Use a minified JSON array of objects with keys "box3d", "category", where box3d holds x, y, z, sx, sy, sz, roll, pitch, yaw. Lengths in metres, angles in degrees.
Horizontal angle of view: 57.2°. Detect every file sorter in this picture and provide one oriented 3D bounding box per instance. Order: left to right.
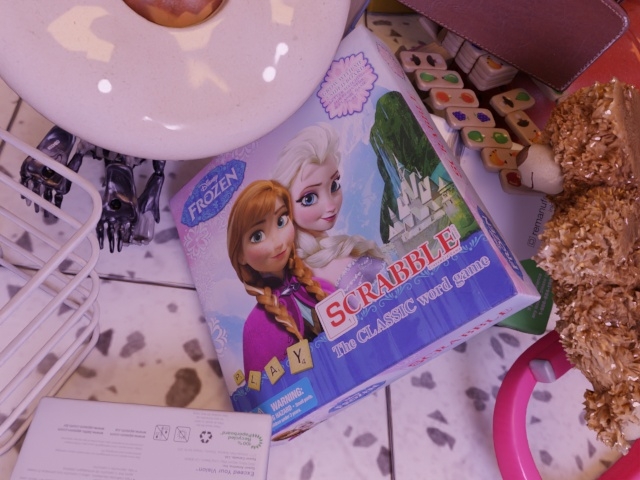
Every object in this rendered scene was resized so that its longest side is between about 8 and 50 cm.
[{"box3d":[-0.303,0.051,0.497,0.173,0.278,0.193,32,54,0],"category":"file sorter"}]

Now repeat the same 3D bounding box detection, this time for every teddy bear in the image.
[{"box3d":[0.261,0.025,0.562,0.245,0.113,0.338,-32,108,-47],"category":"teddy bear"}]

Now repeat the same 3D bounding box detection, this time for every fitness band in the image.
[{"box3d":[0.318,0.199,0.668,0.291,0.054,0.209,-22,92,-28],"category":"fitness band"}]

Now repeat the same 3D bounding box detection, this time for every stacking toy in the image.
[{"box3d":[-0.207,-0.294,0.681,0.350,0.351,0.480,-9,18,-22],"category":"stacking toy"}]

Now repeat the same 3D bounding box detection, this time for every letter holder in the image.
[{"box3d":[0.210,-0.340,0.625,0.302,0.214,0.152,27,61,-6],"category":"letter holder"}]

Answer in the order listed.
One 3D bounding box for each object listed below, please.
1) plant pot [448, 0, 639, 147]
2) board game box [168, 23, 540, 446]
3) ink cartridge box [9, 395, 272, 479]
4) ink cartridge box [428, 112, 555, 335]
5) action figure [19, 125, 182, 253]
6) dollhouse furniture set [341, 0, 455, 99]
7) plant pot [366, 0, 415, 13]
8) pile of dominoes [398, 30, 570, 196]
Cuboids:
[{"box3d":[0.346,-0.207,0.883,0.265,0.272,0.272,-14,63,-15],"category":"plant pot"},{"box3d":[0.000,0.000,0.608,0.066,0.318,0.318,16,43,-53],"category":"board game box"},{"box3d":[-0.161,0.250,0.490,0.223,0.045,0.224,5,52,3],"category":"ink cartridge box"},{"box3d":[0.147,-0.027,0.723,0.289,0.121,0.211,17,88,-5],"category":"ink cartridge box"},{"box3d":[-0.251,-0.075,0.665,0.164,0.141,0.276,23,13,-15],"category":"action figure"},{"box3d":[0.109,-0.389,0.898,0.198,0.286,0.303,-34,83,-32],"category":"dollhouse furniture set"},{"box3d":[0.139,-0.542,1.070,0.187,0.212,0.212,-27,68,-16],"category":"plant pot"},{"box3d":[0.231,-0.165,0.685,0.196,0.040,0.251,-22,66,-27],"category":"pile of dominoes"}]
